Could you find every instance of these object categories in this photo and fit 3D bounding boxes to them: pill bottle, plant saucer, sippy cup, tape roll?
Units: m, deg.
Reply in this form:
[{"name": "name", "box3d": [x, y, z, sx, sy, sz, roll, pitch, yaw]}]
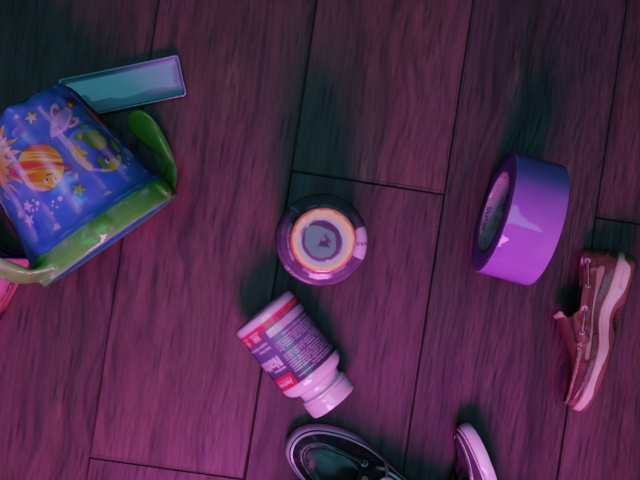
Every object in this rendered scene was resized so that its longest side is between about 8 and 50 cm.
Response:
[{"name": "pill bottle", "box3d": [0.000, 0.000, 1.118, 0.130, 0.246, 0.130, 0, 90, -2]}, {"name": "pill bottle", "box3d": [-0.034, 0.177, 1.185, 0.108, 0.108, 0.180, -38, 90, -2]}, {"name": "plant saucer", "box3d": [-0.312, -0.241, 1.224, 0.192, 0.018, 0.067, -12, 90, -1]}, {"name": "sippy cup", "box3d": [-0.363, -0.089, 1.101, 0.240, 0.305, 0.224, -34, 97, 13]}, {"name": "tape roll", "box3d": [0.296, -0.033, 1.157, 0.080, 0.189, 0.189, 16, 89, -2]}]

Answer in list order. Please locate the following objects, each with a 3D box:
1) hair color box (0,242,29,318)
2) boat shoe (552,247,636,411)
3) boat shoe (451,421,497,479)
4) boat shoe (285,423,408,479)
[{"name": "hair color box", "box3d": [-0.541, 0.081, 1.054, 0.110, 0.339, 0.185, 27, 89, 0]}, {"name": "boat shoe", "box3d": [0.412, 0.135, 1.217, 0.095, 0.095, 0.257, 17, 83, 12]}, {"name": "boat shoe", "box3d": [0.235, 0.403, 1.210, 0.076, 0.080, 0.228, -16, 98, -10]}, {"name": "boat shoe", "box3d": [0.079, 0.396, 1.189, 0.306, 0.105, 0.113, 40, 89, -1]}]
